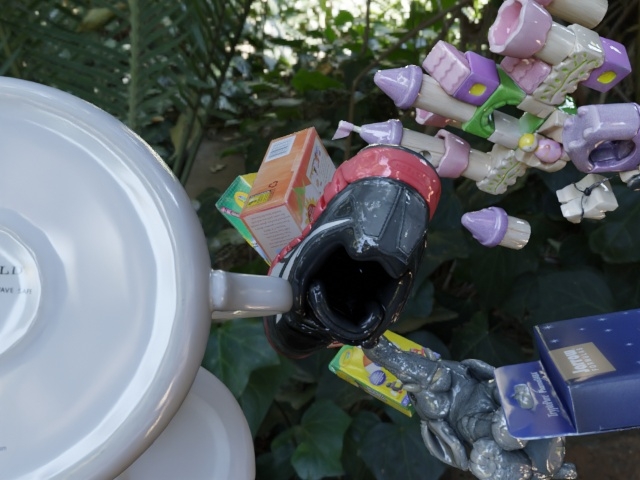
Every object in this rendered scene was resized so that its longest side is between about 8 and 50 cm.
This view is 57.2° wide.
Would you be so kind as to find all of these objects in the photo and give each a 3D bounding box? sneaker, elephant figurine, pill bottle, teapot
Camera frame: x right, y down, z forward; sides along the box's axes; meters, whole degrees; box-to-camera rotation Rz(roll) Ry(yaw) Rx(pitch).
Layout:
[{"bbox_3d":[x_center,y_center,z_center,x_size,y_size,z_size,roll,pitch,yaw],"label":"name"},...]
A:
[{"bbox_3d":[0.007,0.046,0.518,0.098,0.276,0.135,25,45,-10],"label":"sneaker"},{"bbox_3d":[0.189,0.215,0.777,0.169,0.185,0.239,-8,11,-39],"label":"elephant figurine"},{"bbox_3d":[-0.219,0.242,0.561,0.323,0.181,0.181,-35,9,37],"label":"pill bottle"},{"bbox_3d":[-0.184,0.036,0.359,0.252,0.256,0.187,-47,4,-16],"label":"teapot"}]

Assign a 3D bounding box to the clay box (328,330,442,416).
[{"bbox_3d":[0.123,0.250,1.201,0.222,0.053,0.127,21,61,38],"label":"clay box"}]

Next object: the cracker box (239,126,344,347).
[{"bbox_3d":[0.000,0.000,0.732,0.067,0.232,0.155,-15,36,24],"label":"cracker box"}]

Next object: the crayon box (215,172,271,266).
[{"bbox_3d":[-0.031,-0.003,1.040,0.278,0.081,0.165,46,25,9],"label":"crayon box"}]

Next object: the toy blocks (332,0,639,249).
[{"bbox_3d":[0.189,-0.165,0.720,0.260,0.288,0.308,14,54,-18],"label":"toy blocks"}]

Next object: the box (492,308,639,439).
[{"bbox_3d":[0.231,0.077,0.391,0.225,0.036,0.136,-13,4,13],"label":"box"}]
